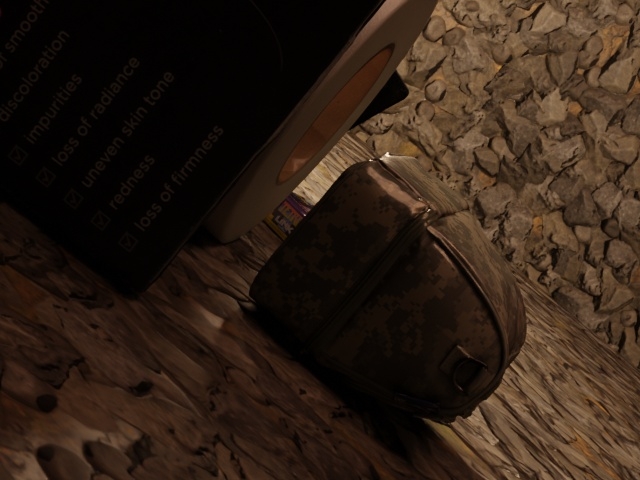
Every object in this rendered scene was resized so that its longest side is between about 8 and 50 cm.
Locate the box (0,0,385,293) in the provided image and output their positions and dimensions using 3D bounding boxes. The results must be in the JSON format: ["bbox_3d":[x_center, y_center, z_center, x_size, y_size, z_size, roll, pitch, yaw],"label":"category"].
[{"bbox_3d":[-0.180,-0.304,1.268,0.471,0.480,0.297,38,17,-9],"label":"box"}]

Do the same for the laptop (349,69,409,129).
[{"bbox_3d":[-0.083,-0.324,2.180,0.382,0.408,0.236,58,34,-8],"label":"laptop"}]

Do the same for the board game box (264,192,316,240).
[{"bbox_3d":[0.000,0.000,1.965,0.170,0.048,0.141,45,9,29],"label":"board game box"}]

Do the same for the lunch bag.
[{"bbox_3d":[0.099,0.061,1.546,0.256,0.212,0.305,40,10,9],"label":"lunch bag"}]

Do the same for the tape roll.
[{"bbox_3d":[-0.009,-0.163,1.647,0.072,0.392,0.392,41,9,6],"label":"tape roll"}]
